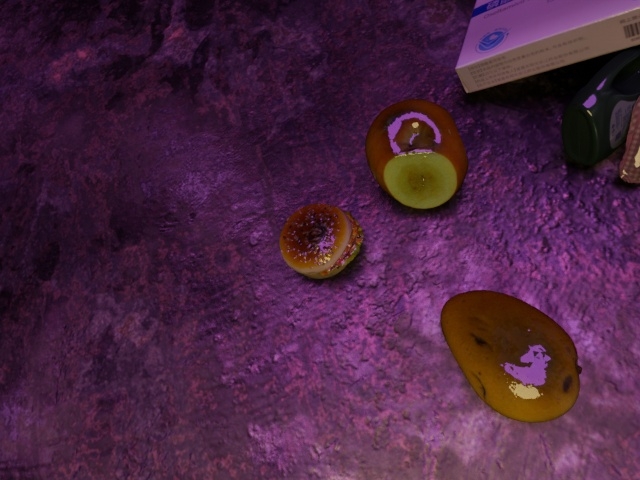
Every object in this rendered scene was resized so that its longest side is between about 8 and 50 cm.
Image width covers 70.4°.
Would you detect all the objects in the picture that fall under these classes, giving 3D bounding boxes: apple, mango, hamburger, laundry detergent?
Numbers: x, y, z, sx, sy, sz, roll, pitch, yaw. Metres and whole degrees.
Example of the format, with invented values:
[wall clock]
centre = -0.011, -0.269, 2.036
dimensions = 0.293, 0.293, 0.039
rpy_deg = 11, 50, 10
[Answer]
[apple]
centre = 0.146, -0.136, 0.707
dimensions = 0.146, 0.147, 0.163
rpy_deg = -17, 66, 11
[mango]
centre = 0.238, 0.141, 0.590
dimensions = 0.195, 0.098, 0.137
rpy_deg = 38, 87, 32
[hamburger]
centre = 0.000, 0.000, 0.731
dimensions = 0.141, 0.081, 0.127
rpy_deg = 28, 78, 27
[laundry detergent]
centre = 0.444, -0.216, 0.657
dimensions = 0.210, 0.137, 0.063
rpy_deg = -41, 41, -6

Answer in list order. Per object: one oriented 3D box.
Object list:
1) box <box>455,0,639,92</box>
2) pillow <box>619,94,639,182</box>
[box]
centre = 0.390, -0.353, 0.680
dimensions = 0.343, 0.065, 0.200
rpy_deg = -4, 54, 43
[pillow]
centre = 0.531, -0.136, 0.610
dimensions = 0.210, 0.034, 0.136
rpy_deg = 8, 108, 15
